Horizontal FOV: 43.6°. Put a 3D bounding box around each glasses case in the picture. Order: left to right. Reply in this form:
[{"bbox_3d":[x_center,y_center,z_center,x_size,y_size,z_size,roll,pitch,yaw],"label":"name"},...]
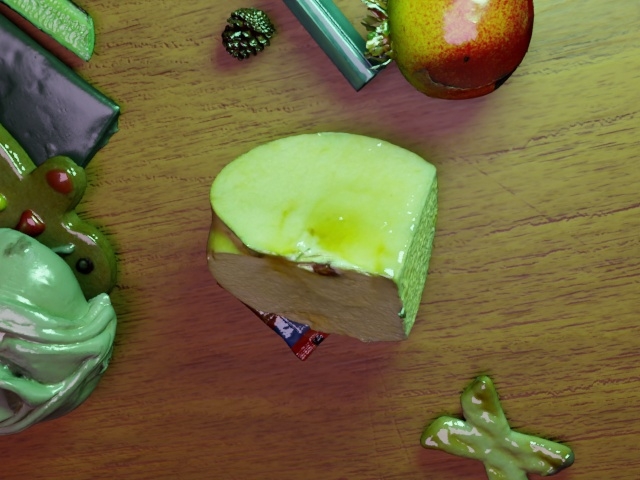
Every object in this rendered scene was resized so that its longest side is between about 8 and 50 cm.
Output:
[{"bbox_3d":[-0.005,-0.344,1.174,0.056,0.105,0.266,-40,95,-2],"label":"glasses case"}]

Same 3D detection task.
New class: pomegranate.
[{"bbox_3d":[0.173,-0.296,1.089,0.235,0.210,0.210,-5,103,3],"label":"pomegranate"}]

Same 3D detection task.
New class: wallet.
[{"bbox_3d":[-0.516,-0.252,1.309,0.377,0.051,0.197,38,108,-3],"label":"wallet"}]

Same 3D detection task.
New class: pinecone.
[{"bbox_3d":[-0.110,-0.312,1.209,0.077,0.077,0.083,33,125,1],"label":"pinecone"}]

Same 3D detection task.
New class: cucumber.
[{"bbox_3d":[-0.439,-0.373,1.270,0.220,0.046,0.070,34,105,-1],"label":"cucumber"}]

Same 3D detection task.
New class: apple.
[{"bbox_3d":[0.000,0.000,1.180,0.308,0.252,0.314,12,104,19],"label":"apple"}]

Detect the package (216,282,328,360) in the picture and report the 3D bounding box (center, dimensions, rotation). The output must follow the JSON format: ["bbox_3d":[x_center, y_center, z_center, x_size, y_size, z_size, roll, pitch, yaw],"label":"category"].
[{"bbox_3d":[-0.075,0.110,1.336,0.200,0.022,0.083,42,108,-3],"label":"package"}]

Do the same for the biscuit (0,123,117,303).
[{"bbox_3d":[-0.511,-0.056,1.325,0.283,0.064,0.432,-35,101,28],"label":"biscuit"}]

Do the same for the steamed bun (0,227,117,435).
[{"bbox_3d":[-0.508,0.180,1.300,0.309,0.219,0.324,43,123,-12],"label":"steamed bun"}]

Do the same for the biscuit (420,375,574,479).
[{"bbox_3d":[0.288,0.338,1.314,0.208,0.047,0.164,41,106,-2],"label":"biscuit"}]
